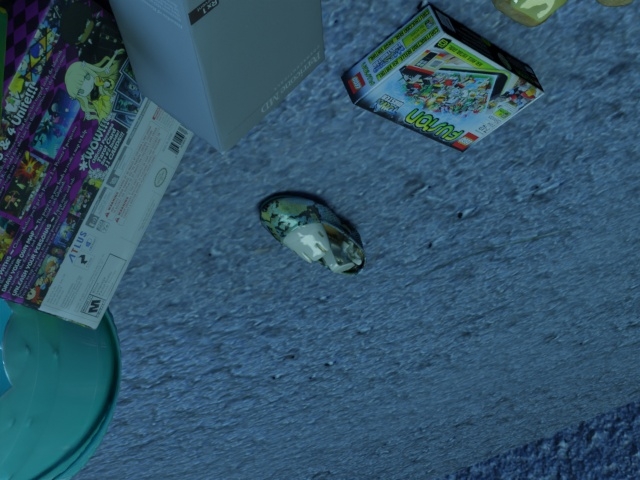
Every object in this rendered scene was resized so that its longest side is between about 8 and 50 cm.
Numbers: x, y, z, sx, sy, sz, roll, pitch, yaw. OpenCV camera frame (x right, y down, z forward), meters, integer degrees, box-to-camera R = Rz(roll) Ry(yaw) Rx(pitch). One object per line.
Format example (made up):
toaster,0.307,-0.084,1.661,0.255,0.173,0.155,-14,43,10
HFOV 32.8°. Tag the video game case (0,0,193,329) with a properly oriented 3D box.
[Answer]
video game case,-0.198,-0.060,0.850,0.232,0.041,0.210,-64,150,-3

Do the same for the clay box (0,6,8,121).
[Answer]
clay box,-0.304,-0.069,0.758,0.222,0.127,0.053,-26,146,34

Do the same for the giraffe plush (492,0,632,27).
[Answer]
giraffe plush,0.183,-0.282,0.771,0.210,0.181,0.170,-24,135,27

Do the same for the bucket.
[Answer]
bucket,-0.327,0.116,0.983,0.281,0.281,0.183,-32,159,17

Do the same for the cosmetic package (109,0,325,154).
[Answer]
cosmetic package,-0.075,-0.182,0.756,0.127,0.107,0.238,-46,157,-16

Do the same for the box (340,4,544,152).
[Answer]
box,0.126,-0.154,1.081,0.114,0.036,0.207,-37,151,27

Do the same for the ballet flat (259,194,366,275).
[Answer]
ballet flat,0.000,0.000,1.242,0.070,0.070,0.188,-34,152,22
